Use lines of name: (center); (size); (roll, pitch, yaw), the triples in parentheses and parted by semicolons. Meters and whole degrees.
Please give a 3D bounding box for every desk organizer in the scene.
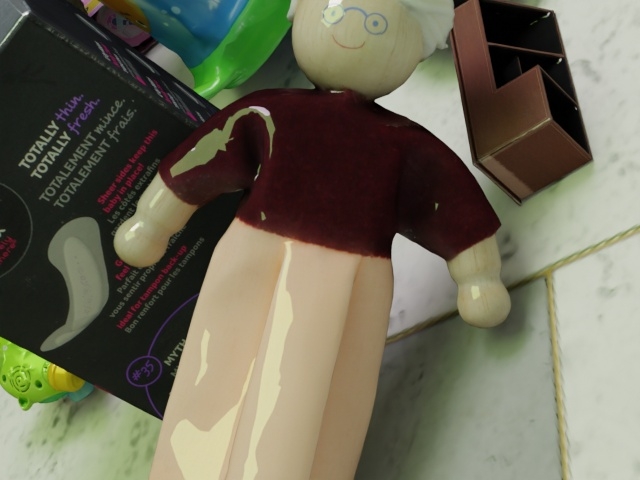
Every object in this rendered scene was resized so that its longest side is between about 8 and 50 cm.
desk organizer: (0.111, -0.090, 0.775); (0.050, 0.047, 0.130); (-31, 43, 27)

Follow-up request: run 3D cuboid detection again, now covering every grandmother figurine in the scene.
grandmother figurine: (0.000, 0.000, 0.706); (0.104, 0.208, 0.342); (-172, 94, -81)

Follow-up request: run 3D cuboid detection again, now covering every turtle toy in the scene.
turtle toy: (-0.187, 0.065, 0.979); (0.095, 0.066, 0.130); (6, 63, 26)

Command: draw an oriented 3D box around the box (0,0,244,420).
box: (-0.131, -0.023, 0.809); (0.165, 0.270, 0.143); (-50, 36, 7)

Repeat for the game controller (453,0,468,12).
game controller: (0.127, -0.269, 0.868); (0.319, 0.067, 0.166); (-51, 23, 7)

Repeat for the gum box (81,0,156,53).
gum box: (-0.215, -0.187, 1.212); (0.188, 0.062, 0.107); (-35, 40, 26)

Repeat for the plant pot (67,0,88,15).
plant pot: (-0.246, -0.125, 1.082); (0.237, 0.110, 0.237); (-52, 23, 33)

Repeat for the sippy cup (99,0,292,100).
sippy cup: (-0.115, -0.258, 0.964); (0.240, 0.224, 0.305); (-49, 24, 40)
